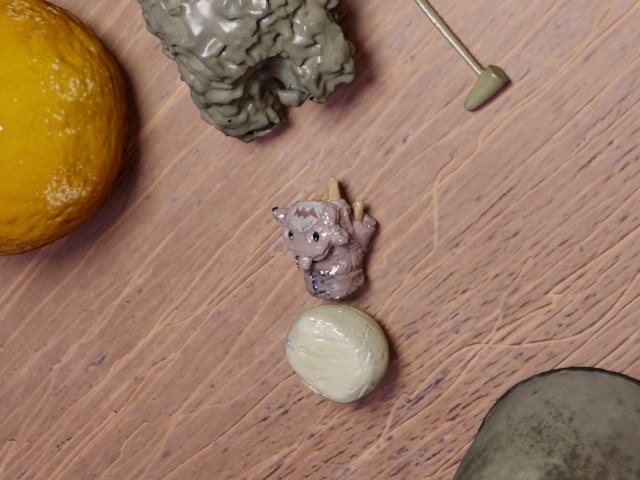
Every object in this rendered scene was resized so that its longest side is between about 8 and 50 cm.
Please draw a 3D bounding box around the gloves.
[{"bbox_3d":[0.008,0.004,1.428,0.110,0.094,0.144,-16,104,38],"label":"gloves"}]

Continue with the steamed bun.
[{"bbox_3d":[0.027,0.132,1.448,0.130,0.091,0.112,33,119,10],"label":"steamed bun"}]

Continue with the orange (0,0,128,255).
[{"bbox_3d":[-0.414,-0.143,1.461,0.340,0.293,0.341,7,107,25],"label":"orange"}]

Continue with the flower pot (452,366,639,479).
[{"bbox_3d":[0.264,0.329,1.263,0.293,0.330,0.294,7,107,21],"label":"flower pot"}]

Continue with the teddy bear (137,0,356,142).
[{"bbox_3d":[-0.044,-0.331,1.328,0.367,0.224,0.357,-27,90,12],"label":"teddy bear"}]

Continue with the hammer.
[{"bbox_3d":[0.134,-0.238,1.348,0.060,0.028,0.195,-43,81,33],"label":"hammer"}]
